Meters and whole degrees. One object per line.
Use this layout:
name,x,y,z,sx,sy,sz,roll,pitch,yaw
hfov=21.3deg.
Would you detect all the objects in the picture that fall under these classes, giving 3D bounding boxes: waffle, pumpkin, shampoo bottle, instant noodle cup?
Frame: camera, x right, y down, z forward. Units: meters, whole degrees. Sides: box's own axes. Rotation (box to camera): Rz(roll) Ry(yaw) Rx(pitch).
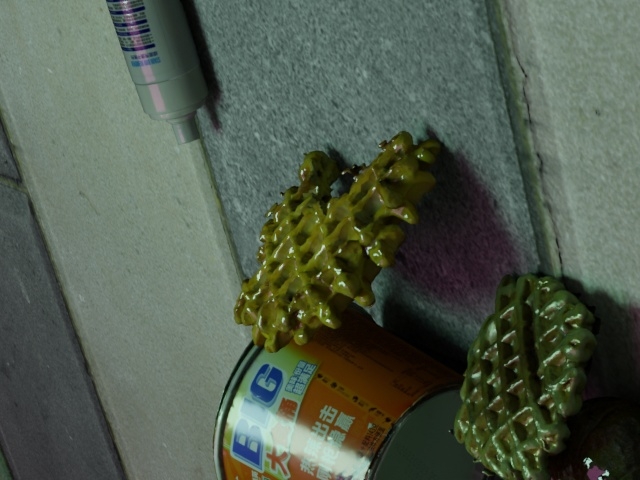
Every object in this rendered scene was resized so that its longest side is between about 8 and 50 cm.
waffle,0.201,0.135,1.680,0.054,0.208,0.214,24,177,-22
waffle,0.000,0.000,1.825,0.069,0.260,0.293,34,159,-21
pumpkin,0.287,0.272,1.668,0.219,0.162,0.219,35,139,37
shampoo bottle,-0.205,-0.259,2.089,0.092,0.092,0.303,16,129,54
instant noodle cup,0.051,0.230,1.923,0.214,0.296,0.296,22,134,41
